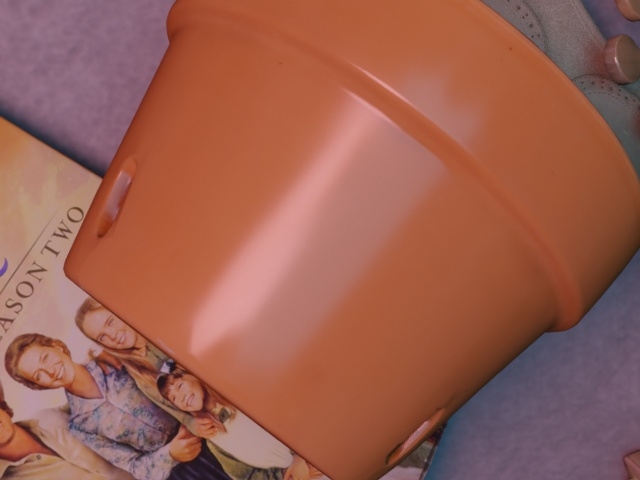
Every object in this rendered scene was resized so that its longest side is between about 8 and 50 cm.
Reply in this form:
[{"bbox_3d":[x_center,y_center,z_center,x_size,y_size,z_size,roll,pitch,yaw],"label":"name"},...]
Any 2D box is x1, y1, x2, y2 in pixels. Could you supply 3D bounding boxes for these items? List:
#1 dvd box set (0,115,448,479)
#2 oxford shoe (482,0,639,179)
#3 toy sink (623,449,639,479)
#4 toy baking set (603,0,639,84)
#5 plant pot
[{"bbox_3d":[-0.149,0.126,0.619,0.420,0.062,0.308,32,64,-7],"label":"dvd box set"},{"bbox_3d":[0.066,-0.155,0.649,0.397,0.140,0.146,41,72,-12],"label":"oxford shoe"},{"bbox_3d":[0.306,0.211,0.690,0.234,0.153,0.131,-23,98,0],"label":"toy sink"},{"bbox_3d":[0.250,-0.089,0.656,0.196,0.030,0.256,-33,105,-39],"label":"toy baking set"},{"bbox_3d":[0.000,0.000,0.548,0.291,0.291,0.203,38,80,-8],"label":"plant pot"}]
